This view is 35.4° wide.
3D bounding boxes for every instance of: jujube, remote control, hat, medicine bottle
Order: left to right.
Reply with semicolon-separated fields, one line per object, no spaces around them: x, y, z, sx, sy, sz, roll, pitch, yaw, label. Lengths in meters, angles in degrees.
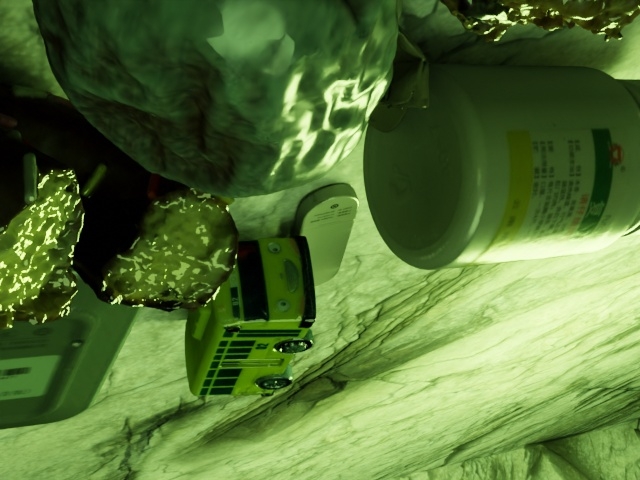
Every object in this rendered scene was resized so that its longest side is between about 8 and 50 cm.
-0.063;-0.160;0.684;0.246;0.215;0.308;23;160;-4;jujube
0.000;0.000;1.290;0.077;0.022;0.245;-15;154;-15;remote control
0.017;-0.152;0.960;0.147;0.085;0.175;-2;176;-7;hat
0.237;-0.083;1.072;0.340;0.208;0.208;-4;151;-29;medicine bottle

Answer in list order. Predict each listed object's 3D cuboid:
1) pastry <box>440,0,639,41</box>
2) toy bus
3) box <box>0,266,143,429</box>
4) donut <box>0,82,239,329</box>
0.166;-0.251;0.640;0.275;0.193;0.275;-13;129;-16;pastry
-0.096;0.103;1.291;0.150;0.128;0.262;1;151;-15;toy bus
-0.417;0.110;1.108;0.396;0.111;0.396;-4;149;-29;box
-0.233;-0.043;0.792;0.136;0.259;0.345;-60;154;9;donut
